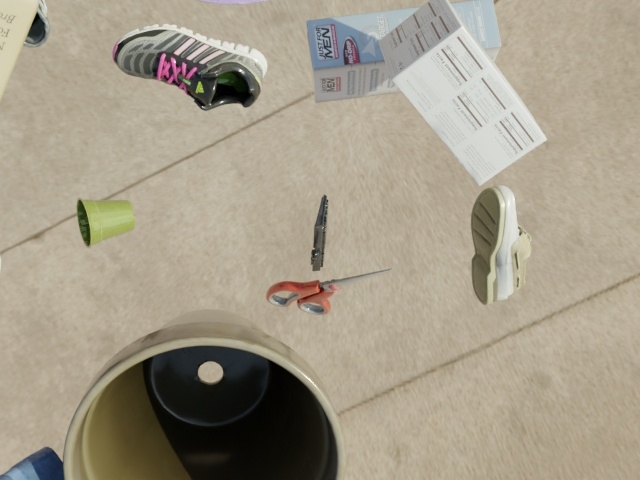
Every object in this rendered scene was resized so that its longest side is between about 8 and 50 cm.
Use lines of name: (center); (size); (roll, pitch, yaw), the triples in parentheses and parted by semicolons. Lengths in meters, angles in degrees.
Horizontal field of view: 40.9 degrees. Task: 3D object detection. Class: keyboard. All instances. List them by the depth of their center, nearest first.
keyboard: (0.000, 0.000, 1.677); (0.023, 0.180, 0.108); (11, 61, 5)

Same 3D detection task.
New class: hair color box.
hair color box: (0.164, -0.388, 1.775); (0.375, 0.185, 0.113); (-7, 78, 0)

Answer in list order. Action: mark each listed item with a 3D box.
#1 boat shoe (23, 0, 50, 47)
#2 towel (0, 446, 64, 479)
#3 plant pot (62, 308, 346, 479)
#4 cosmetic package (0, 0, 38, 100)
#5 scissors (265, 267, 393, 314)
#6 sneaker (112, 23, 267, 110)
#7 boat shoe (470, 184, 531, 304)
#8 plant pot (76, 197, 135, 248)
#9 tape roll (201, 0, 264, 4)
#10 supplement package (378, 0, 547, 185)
boat shoe: (-0.429, -0.350, 1.007); (0.113, 0.105, 0.306); (-33, 136, -5)
towel: (-0.345, 0.294, 1.000); (0.029, 0.119, 0.067); (-32, 90, 30)
plant pot: (-0.142, 0.224, 1.113); (0.323, 0.280, 0.323); (-1, 106, -5)
cosmetic package: (-0.320, -0.060, 0.543); (0.113, 0.160, 0.309); (48, 120, 30)
scissors: (0.003, 0.068, 1.288); (0.109, 0.297, 0.021); (21, 68, -14)
sneaker: (-0.137, -0.182, 0.926); (0.170, 0.074, 0.063); (7, 136, -20)
boat shoe: (0.387, 0.002, 1.826); (0.103, 0.113, 0.302); (-15, 133, -13)
plant pot: (-0.346, -0.035, 1.396); (0.079, 0.083, 0.083); (-12, 99, -26)
tape roll: (-0.057, -0.283, 0.492); (0.090, 0.275, 0.274); (35, 102, 42)
supplement package: (0.244, -0.267, 1.509); (0.145, 0.204, 0.262); (-35, 117, 17)
